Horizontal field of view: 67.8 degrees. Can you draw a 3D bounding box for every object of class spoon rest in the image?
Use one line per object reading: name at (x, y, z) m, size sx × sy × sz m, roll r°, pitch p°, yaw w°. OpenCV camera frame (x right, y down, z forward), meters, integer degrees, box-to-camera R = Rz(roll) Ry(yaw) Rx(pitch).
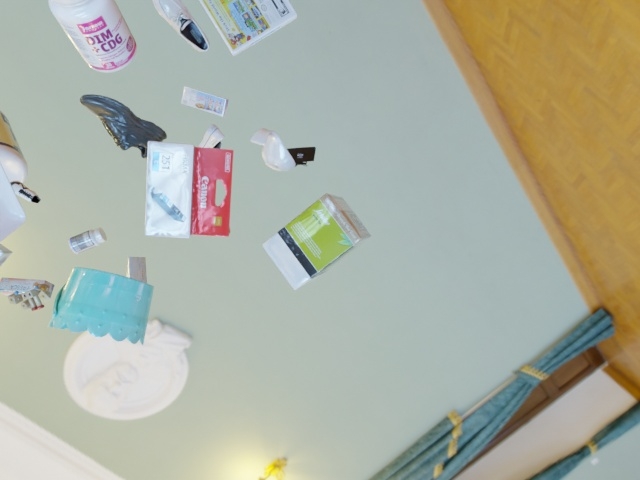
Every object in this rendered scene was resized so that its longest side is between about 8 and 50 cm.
spoon rest at (-0.169, -0.325, 1.712) m, size 0.137 × 0.084 × 0.276 m, roll 21°, pitch 171°, yaw 14°

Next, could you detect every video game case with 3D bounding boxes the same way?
video game case at (-0.208, -0.649, 1.284) m, size 0.227 × 0.206 × 0.026 m, roll 58°, pitch 178°, yaw -4°

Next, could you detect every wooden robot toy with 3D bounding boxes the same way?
wooden robot toy at (-0.880, 0.170, 1.484) m, size 0.076 × 0.173 × 0.079 m, roll 70°, pitch -156°, yaw -14°

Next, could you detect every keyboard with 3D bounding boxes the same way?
keyboard at (-0.110, -0.408, 2.310) m, size 0.192 × 0.100 × 0.038 m, roll -11°, pitch -145°, yaw -38°

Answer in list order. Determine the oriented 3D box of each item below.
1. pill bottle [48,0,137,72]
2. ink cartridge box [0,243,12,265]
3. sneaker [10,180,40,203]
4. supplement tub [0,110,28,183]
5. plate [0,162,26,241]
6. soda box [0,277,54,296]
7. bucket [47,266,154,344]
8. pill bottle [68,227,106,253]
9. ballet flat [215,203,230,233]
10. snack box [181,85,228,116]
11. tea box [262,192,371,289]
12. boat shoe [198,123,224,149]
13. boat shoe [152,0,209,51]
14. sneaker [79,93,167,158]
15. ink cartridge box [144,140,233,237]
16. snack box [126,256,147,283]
pill bottle at (-0.627, -0.611, 1.296) m, size 0.160 × 0.160 × 0.283 m, roll 52°, pitch 169°, yaw 16°
ink cartridge box at (-1.054, 0.066, 1.441) m, size 0.127 × 0.175 × 0.072 m, roll 39°, pitch 173°, yaw -9°
sneaker at (-0.907, -0.148, 1.463) m, size 0.044 × 0.040 × 0.109 m, roll 31°, pitch 173°, yaw 23°
supplement tub at (-1.163, -0.324, 1.612) m, size 0.325 × 0.235 × 0.235 m, roll 55°, pitch -176°, yaw 23°
plate at (-0.804, -0.067, 1.038) m, size 0.045 × 0.278 × 0.277 m, roll 17°, pitch 136°, yaw 11°
soda box at (-1.106, 0.179, 1.788) m, size 0.063 × 0.183 × 0.058 m, roll 75°, pitch -160°, yaw -66°
bucket at (-0.647, 0.199, 1.435) m, size 0.281 × 0.183 × 0.281 m, roll 11°, pitch 164°, yaw 3°
pill bottle at (-1.014, -0.001, 2.078) m, size 0.078 × 0.137 × 0.078 m, roll 157°, pitch 90°, yaw -85°
ballet flat at (-0.509, -0.117, 2.265) m, size 0.232 × 0.080 × 0.073 m, roll 61°, pitch 175°, yaw -10°
snack box at (-0.424, -0.508, 1.741) m, size 0.178 × 0.064 × 0.022 m, roll 20°, pitch -163°, yaw 13°
tea box at (0.000, 0.000, 1.882) m, size 0.220 × 0.323 × 0.329 m, roll 54°, pitch -169°, yaw 6°
boat shoe at (-0.449, -0.398, 1.973) m, size 0.076 × 0.083 × 0.226 m, roll 43°, pitch 161°, yaw -7°
boat shoe at (-0.528, -0.835, 1.823) m, size 0.267 × 0.096 × 0.088 m, roll 51°, pitch 180°, yaw -36°
sneaker at (-0.650, -0.370, 1.558) m, size 0.286 × 0.130 × 0.109 m, roll 30°, pitch 171°, yaw -35°
ink cartridge box at (-0.415, -0.156, 1.518) m, size 0.066 × 0.261 × 0.296 m, roll -145°, pitch 59°, yaw -76°
snack box at (-0.726, 0.194, 1.868) m, size 0.070 × 0.207 × 0.174 m, roll 1°, pitch -131°, yaw -26°
